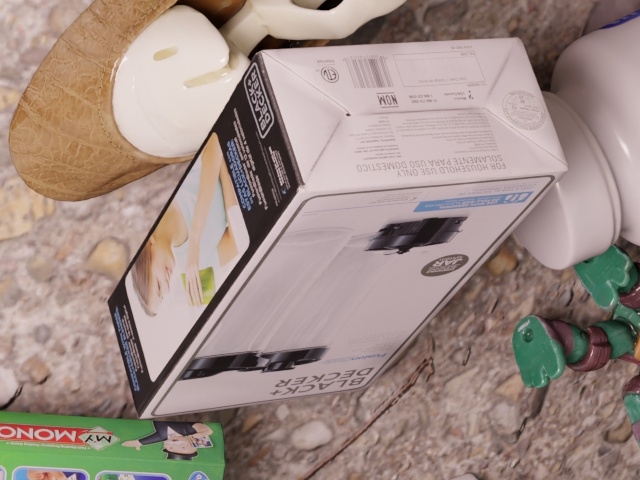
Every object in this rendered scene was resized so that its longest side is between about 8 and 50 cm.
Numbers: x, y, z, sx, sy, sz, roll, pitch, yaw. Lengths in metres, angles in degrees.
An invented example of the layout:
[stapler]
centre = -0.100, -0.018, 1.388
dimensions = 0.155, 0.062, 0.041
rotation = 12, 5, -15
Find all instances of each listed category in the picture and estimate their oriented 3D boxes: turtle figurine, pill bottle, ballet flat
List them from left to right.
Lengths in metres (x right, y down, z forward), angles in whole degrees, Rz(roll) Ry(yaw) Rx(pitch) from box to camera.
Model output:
[ballet flat]
centre = -0.028, -0.131, 1.101
dimensions = 0.342, 0.124, 0.116
rotation = -38, 125, -6
[turtle figurine]
centre = 0.252, 0.072, 1.373
dimensions = 0.234, 0.118, 0.175
rotation = 16, 100, -38
[pill bottle]
centre = 0.247, -0.086, 1.262
dimensions = 0.272, 0.152, 0.152
rotation = -26, 125, -14

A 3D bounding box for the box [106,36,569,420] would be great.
[box]
centre = 0.000, 0.000, 1.117
dimensions = 0.169, 0.087, 0.290
rotation = -5, 154, -28

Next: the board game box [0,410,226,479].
[board game box]
centre = -0.185, 0.251, 1.219
dimensions = 0.213, 0.046, 0.317
rotation = 4, 119, -10

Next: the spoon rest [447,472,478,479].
[spoon rest]
centre = 0.116, 0.311, 1.449
dimensions = 0.137, 0.084, 0.276
rotation = -19, 123, -19
